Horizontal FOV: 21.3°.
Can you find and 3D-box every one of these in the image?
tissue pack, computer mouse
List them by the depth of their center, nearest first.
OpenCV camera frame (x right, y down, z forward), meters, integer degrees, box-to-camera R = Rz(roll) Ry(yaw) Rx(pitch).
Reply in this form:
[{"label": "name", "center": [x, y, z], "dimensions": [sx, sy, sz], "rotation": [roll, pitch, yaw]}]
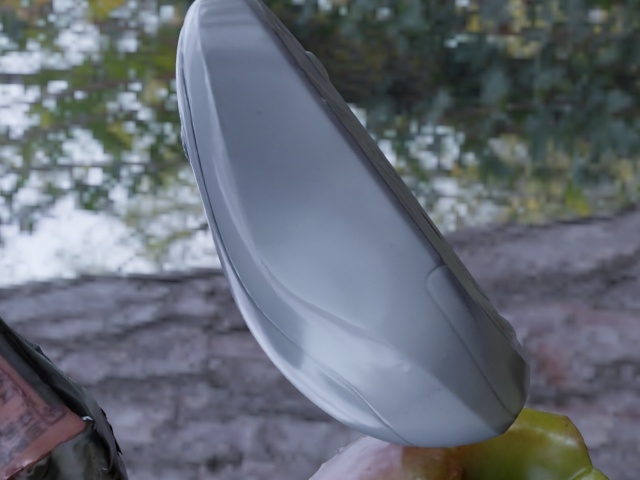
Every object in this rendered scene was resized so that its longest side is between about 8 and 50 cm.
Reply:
[{"label": "computer mouse", "center": [0.000, 0.000, 0.958], "dimensions": [0.297, 0.121, 0.184], "rotation": [53, -171, 14]}, {"label": "tissue pack", "center": [-0.243, 0.041, 0.974], "dimensions": [0.123, 0.332, 0.245], "rotation": [-41, -17, -16]}]

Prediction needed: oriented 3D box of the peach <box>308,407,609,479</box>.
[{"label": "peach", "center": [0.089, 0.335, 1.216], "dimensions": [0.242, 0.306, 0.380], "rotation": [-102, 7, -54]}]
